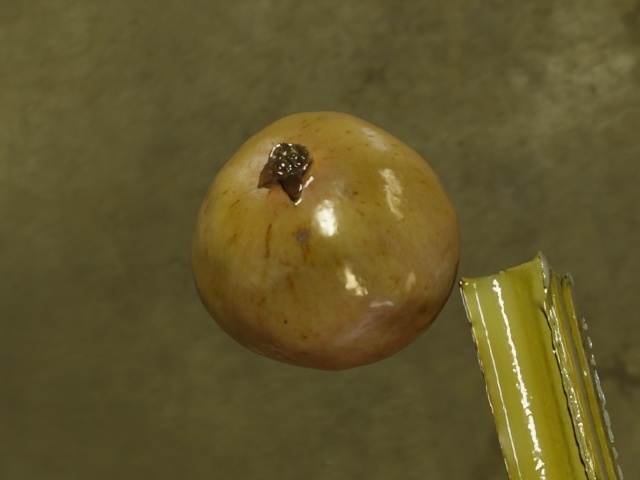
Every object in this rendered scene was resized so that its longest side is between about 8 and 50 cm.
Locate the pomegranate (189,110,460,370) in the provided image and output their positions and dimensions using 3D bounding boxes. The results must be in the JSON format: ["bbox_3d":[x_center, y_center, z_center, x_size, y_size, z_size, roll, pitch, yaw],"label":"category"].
[{"bbox_3d":[0.002,0.003,1.292,0.191,0.191,0.191,5,78,-24],"label":"pomegranate"}]

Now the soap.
[{"bbox_3d":[0.175,0.135,1.407,0.076,0.135,0.233,-15,76,16],"label":"soap"}]
